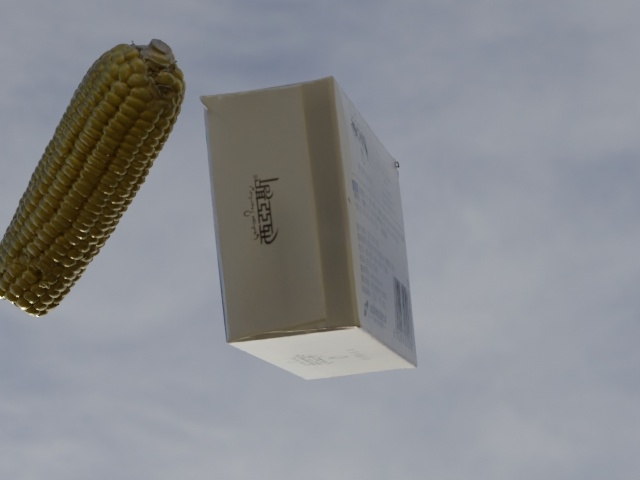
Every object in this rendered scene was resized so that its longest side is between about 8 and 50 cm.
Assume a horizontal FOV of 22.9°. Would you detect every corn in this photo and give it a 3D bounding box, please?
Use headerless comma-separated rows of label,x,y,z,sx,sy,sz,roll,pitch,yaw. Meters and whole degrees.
corn,-0.150,-0.039,1.015,0.067,0.067,0.206,19,-68,-36

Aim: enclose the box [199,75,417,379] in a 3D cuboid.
box,-0.002,0.000,1.336,0.116,0.203,0.274,-8,-12,11
